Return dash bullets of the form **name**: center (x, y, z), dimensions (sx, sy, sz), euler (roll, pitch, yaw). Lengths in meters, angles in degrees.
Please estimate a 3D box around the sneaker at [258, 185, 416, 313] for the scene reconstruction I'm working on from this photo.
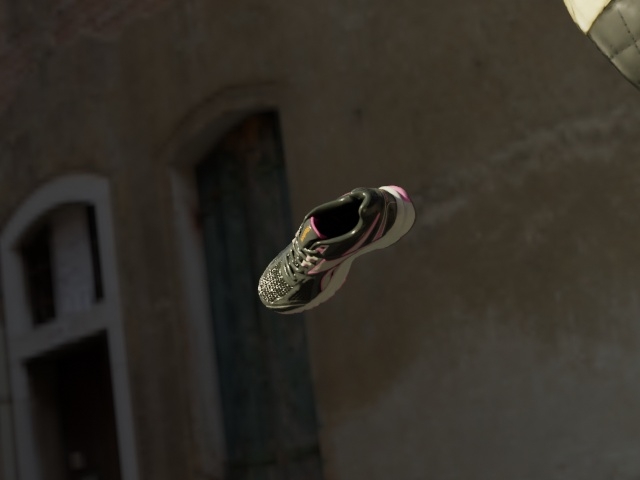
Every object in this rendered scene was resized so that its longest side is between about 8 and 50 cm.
- **sneaker**: center (0.000, 0.000, 1.527), dimensions (0.178, 0.072, 0.077), euler (-42, -31, 22)

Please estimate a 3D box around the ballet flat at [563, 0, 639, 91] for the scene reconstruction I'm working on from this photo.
- **ballet flat**: center (0.143, -0.045, 0.443), dimensions (0.173, 0.057, 0.049), euler (32, -30, 15)
